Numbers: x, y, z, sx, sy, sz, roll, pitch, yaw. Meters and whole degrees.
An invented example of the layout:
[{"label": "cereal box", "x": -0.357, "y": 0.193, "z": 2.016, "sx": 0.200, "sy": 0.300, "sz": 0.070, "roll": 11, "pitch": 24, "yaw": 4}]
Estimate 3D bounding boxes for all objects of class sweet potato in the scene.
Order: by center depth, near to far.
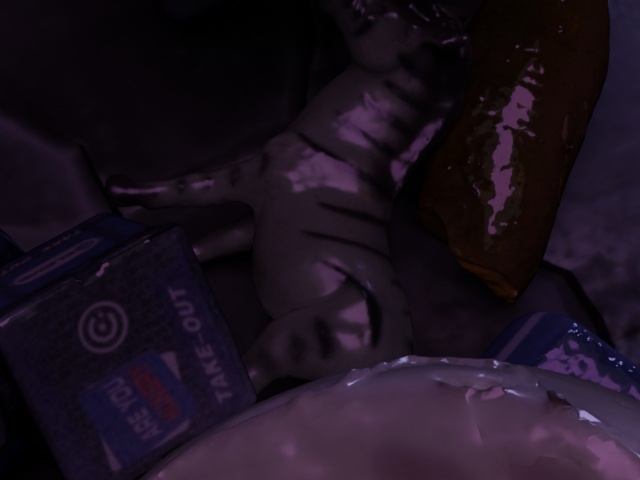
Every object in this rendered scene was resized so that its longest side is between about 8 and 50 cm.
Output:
[{"label": "sweet potato", "x": 0.097, "y": -0.090, "z": 0.798, "sx": 0.077, "sy": 0.077, "sz": 0.244, "roll": 14, "pitch": 69, "yaw": 5}]

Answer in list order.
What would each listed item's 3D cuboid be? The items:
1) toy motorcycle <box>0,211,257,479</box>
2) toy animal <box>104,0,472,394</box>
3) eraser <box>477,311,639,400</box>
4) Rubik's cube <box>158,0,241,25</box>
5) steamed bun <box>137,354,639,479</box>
[{"label": "toy motorcycle", "x": -0.219, "y": 0.098, "z": 0.622, "sx": 0.358, "sy": 0.212, "sz": 0.125, "roll": -32, "pitch": 111, "yaw": -22}, {"label": "toy animal", "x": 0.002, "y": 0.001, "z": 0.737, "sx": 0.176, "sy": 0.073, "sz": 0.217, "roll": -18, "pitch": 68, "yaw": 15}, {"label": "eraser", "x": 0.153, "y": 0.120, "z": 0.726, "sx": 0.225, "sy": 0.036, "sz": 0.082, "roll": 38, "pitch": 71, "yaw": 15}, {"label": "Rubik's cube", "x": 0.003, "y": -0.309, "z": 0.750, "sx": 0.387, "sy": 0.368, "sz": 0.358, "roll": -30, "pitch": 55, "yaw": -14}, {"label": "steamed bun", "x": 0.044, "y": 0.204, "z": 0.588, "sx": 0.324, "sy": 0.206, "sz": 0.324, "roll": -5, "pitch": 71, "yaw": 14}]
